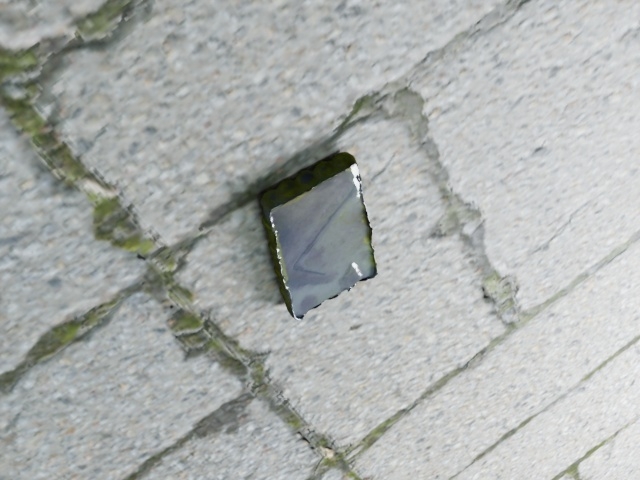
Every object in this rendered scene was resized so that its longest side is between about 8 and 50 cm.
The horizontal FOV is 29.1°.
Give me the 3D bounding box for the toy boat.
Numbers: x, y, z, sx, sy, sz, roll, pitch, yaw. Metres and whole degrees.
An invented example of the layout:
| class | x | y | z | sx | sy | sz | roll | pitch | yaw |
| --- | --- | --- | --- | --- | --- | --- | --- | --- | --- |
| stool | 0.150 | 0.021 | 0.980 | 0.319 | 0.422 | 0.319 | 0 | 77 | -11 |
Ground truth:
| class | x | y | z | sx | sy | sz | roll | pitch | yaw |
| --- | --- | --- | --- | --- | --- | --- | --- | --- | --- |
| toy boat | 0.000 | 0.000 | 0.716 | 0.063 | 0.016 | 0.115 | -28 | 144 | -13 |
